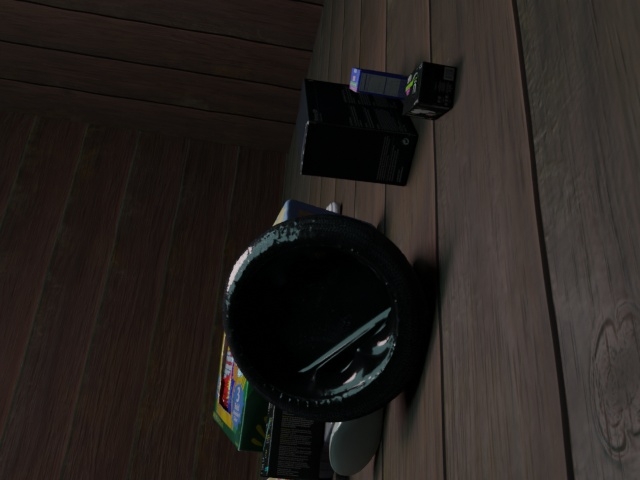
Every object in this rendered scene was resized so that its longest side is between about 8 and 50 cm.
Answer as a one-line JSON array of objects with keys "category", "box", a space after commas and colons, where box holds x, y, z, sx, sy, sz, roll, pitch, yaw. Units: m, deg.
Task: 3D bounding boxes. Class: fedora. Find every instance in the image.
[{"category": "fedora", "box": [0.021, 0.106, 1.063, 0.152, 0.334, 0.334, -20, -57, -61]}]

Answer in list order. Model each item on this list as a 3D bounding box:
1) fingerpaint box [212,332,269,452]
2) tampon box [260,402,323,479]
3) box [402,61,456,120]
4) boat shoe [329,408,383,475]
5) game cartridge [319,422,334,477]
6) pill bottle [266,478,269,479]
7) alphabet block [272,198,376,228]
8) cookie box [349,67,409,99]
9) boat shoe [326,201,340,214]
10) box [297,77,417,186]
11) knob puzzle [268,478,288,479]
[{"category": "fingerpaint box", "box": [-0.140, 0.284, 1.710, 0.445, 0.163, 0.371, 165, 113, -74]}, {"category": "tampon box", "box": [-0.054, 0.384, 1.387, 0.120, 0.101, 0.161, 119, 158, -69]}, {"category": "box", "box": [0.156, -0.214, 1.022, 0.083, 0.052, 0.062, 162, 116, -80]}, {"category": "boat shoe", "box": [0.065, 0.271, 1.154, 0.070, 0.077, 0.219, -143, 69, -81]}, {"category": "game cartridge", "box": [0.027, 0.281, 1.483, 0.230, 0.068, 0.355, 111, 165, -45]}, {"category": "pill bottle", "box": [-0.094, 0.667, 1.711, 0.229, 0.131, 0.131, -114, 32, -79]}, {"category": "alphabet block", "box": [-0.014, 0.070, 1.354, 0.192, 0.193, 0.197, -88, 22, -45]}, {"category": "cookie box", "box": [0.109, -0.269, 1.219, 0.092, 0.107, 0.040, -106, 25, -73]}, {"category": "boat shoe", "box": [0.000, 0.000, 1.900, 0.083, 0.075, 0.226, -98, 17, -63]}, {"category": "box", "box": [0.055, -0.201, 1.276, 0.261, 0.184, 0.103, -95, 15, -62]}, {"category": "knob puzzle", "box": [-0.050, 0.510, 1.570, 0.213, 0.030, 0.213, -42, 20, 20]}]
